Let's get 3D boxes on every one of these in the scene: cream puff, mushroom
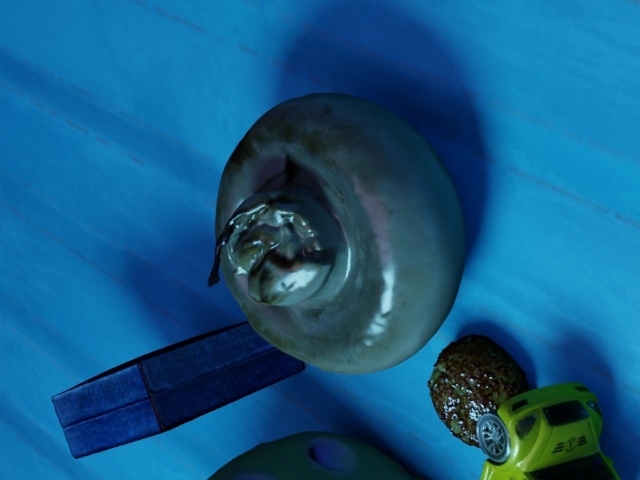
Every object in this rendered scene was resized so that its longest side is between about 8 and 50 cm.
[{"bbox_3d":[0.192,0.195,1.506,0.149,0.084,0.149,15,111,42],"label":"cream puff"},{"bbox_3d":[0.000,0.000,1.478,0.362,0.295,0.362,14,111,41],"label":"mushroom"}]

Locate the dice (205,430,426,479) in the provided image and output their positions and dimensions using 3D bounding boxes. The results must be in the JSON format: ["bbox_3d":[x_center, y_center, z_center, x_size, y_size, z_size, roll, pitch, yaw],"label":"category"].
[{"bbox_3d":[-0.014,0.482,1.634,0.330,0.322,0.318,36,126,30],"label":"dice"}]

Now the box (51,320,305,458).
[{"bbox_3d":[-0.213,0.214,1.775,0.261,0.279,0.116,-26,83,46],"label":"box"}]

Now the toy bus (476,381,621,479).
[{"bbox_3d":[0.262,0.336,1.416,0.152,0.144,0.330,43,133,48],"label":"toy bus"}]
